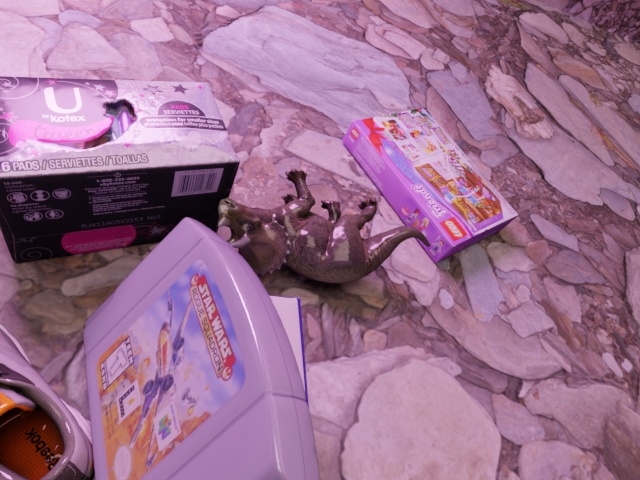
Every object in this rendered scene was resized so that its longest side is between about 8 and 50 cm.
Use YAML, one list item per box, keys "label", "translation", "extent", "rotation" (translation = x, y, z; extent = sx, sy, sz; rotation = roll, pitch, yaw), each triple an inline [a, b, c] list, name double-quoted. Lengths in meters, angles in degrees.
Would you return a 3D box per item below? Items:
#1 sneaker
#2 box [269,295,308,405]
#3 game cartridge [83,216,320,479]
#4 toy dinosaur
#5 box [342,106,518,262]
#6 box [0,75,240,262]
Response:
- label: "sneaker"
  translation: [-0.301, 0.130, 0.396]
  extent: [0.271, 0.108, 0.100]
  rotation: [37, 52, 6]
- label: "box"
  translation: [-0.070, 0.142, 0.468]
  extent: [0.072, 0.137, 0.126]
  rotation: [7, 54, -20]
- label: "game cartridge"
  translation: [-0.121, 0.117, 0.393]
  extent: [0.062, 0.198, 0.297]
  rotation: [30, 19, -45]
- label: "toy dinosaur"
  translation: [0.000, 0.000, 0.639]
  extent: [0.313, 0.121, 0.161]
  rotation: [18, 63, -17]
- label: "box"
  translation: [0.201, -0.117, 0.828]
  extent: [0.200, 0.057, 0.293]
  rotation: [-20, 66, -34]
- label: "box"
  translation: [-0.248, -0.091, 0.540]
  extent: [0.247, 0.163, 0.142]
  rotation: [-11, 63, -30]
